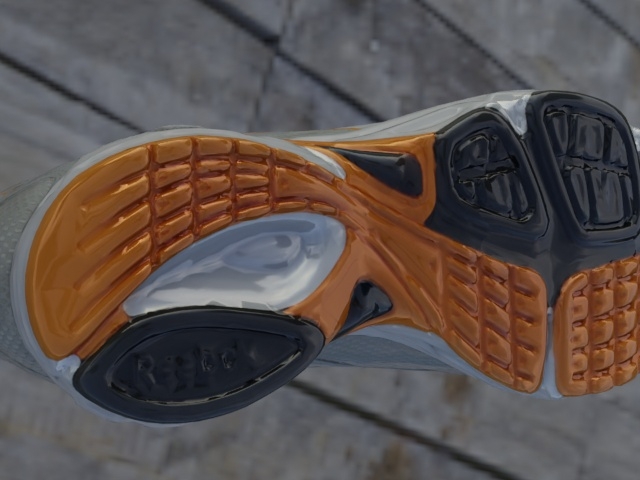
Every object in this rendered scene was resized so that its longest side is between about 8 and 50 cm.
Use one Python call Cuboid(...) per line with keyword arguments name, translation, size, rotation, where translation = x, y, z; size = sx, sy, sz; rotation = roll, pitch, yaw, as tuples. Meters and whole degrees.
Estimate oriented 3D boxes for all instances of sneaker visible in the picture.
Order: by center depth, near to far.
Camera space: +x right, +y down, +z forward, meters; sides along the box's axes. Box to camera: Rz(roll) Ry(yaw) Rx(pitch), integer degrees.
Cuboid(name="sneaker", translation=(0.000, 0.000, 0.620), size=(0.262, 0.121, 0.099), rotation=(1, 92, -38))
